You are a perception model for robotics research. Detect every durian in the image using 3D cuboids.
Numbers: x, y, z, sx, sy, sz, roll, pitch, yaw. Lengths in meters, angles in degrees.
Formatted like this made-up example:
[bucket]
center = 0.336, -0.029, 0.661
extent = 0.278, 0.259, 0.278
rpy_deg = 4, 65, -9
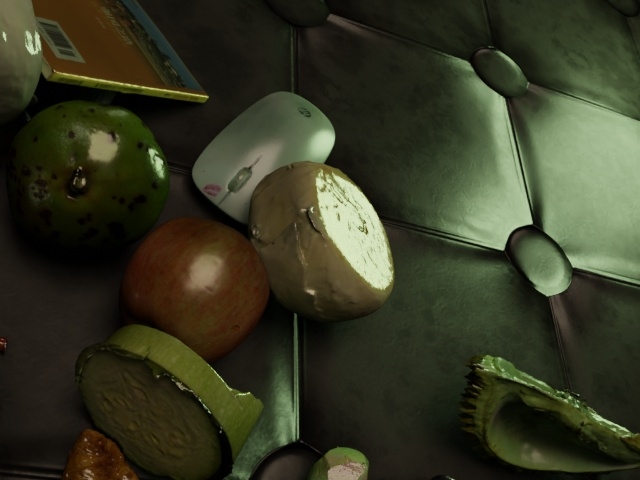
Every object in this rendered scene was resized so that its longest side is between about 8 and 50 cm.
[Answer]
[durian]
center = 0.361, 0.257, 1.192
extent = 0.394, 0.198, 0.163
rpy_deg = 26, 48, -14

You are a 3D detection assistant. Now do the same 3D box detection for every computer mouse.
[computer mouse]
center = -0.079, -0.145, 1.289
extent = 0.159, 0.097, 0.288
rpy_deg = 41, 46, -1

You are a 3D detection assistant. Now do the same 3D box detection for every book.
[book]
center = -0.344, -0.323, 1.201
extent = 0.262, 0.028, 0.374
rpy_deg = 52, 21, 12

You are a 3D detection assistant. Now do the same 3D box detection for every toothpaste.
[toothpaste]
center = -0.346, -0.235, 1.238
extent = 0.069, 0.047, 0.268
rpy_deg = 12, 49, 1

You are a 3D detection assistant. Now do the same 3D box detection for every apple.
[apple]
center = -0.167, 0.068, 1.035
extent = 0.188, 0.188, 0.174
rpy_deg = 39, 53, 0

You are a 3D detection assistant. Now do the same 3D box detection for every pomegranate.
[pomegranate]
center = -0.307, -0.087, 1.079
extent = 0.211, 0.211, 0.263
rpy_deg = 31, 8, -7

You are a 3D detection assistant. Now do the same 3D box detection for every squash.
[squash]
center = -0.170, 0.176, 0.937
extent = 0.220, 0.220, 0.133
rpy_deg = 38, 52, -1

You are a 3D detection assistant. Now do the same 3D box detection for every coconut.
[coconut]
center = 0.022, 0.316, 1.042
extent = 0.082, 0.081, 0.083
rpy_deg = 5, 21, -15

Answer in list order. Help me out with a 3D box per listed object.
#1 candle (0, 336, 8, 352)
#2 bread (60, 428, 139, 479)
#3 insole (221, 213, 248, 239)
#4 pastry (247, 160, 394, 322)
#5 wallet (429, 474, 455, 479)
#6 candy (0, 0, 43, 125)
[candle]
center = -0.462, 0.105, 0.953
extent = 0.168, 0.021, 0.026
rpy_deg = 16, 72, -20
[bread]
center = -0.239, 0.327, 0.887
extent = 0.105, 0.076, 0.233
rpy_deg = -2, 52, -44
[insole]
center = -0.117, 0.019, 1.216
extent = 0.064, 0.004, 0.188
rpy_deg = 5, 56, -26
[pastry]
center = 0.001, 0.000, 1.166
extent = 0.265, 0.133, 0.264
rpy_deg = 40, 38, -41
[wallet]
center = 0.073, 0.424, 0.737
extent = 0.228, 0.062, 0.406
rpy_deg = 49, 50, 9
[candy]
center = -0.528, -0.339, 0.988
extent = 0.427, 0.386, 0.186
rpy_deg = 22, 33, 32
